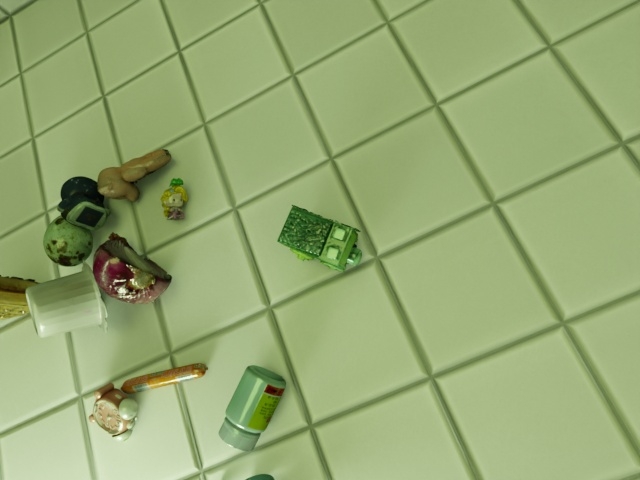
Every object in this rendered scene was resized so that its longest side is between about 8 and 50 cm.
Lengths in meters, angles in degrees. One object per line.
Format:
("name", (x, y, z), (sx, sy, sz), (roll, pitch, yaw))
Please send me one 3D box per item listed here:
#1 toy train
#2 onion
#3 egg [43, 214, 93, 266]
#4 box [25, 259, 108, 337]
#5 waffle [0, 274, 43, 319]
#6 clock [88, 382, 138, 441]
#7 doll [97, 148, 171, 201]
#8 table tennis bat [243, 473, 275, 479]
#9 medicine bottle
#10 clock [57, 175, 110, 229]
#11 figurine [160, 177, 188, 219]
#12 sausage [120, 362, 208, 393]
("toy train", (0.000, 0.000, 1.439), (0.272, 0.188, 0.159), (22, 84, 19))
("onion", (-0.705, 0.107, 1.609), (0.349, 0.267, 0.159), (31, 84, 46))
("egg", (-0.978, -0.005, 1.754), (0.169, 0.169, 0.231), (-25, 60, 9))
("box", (-0.880, 0.235, 1.566), (0.291, 0.207, 0.262), (23, 121, 48))
("waffle", (-1.255, 0.208, 1.672), (0.261, 0.376, 0.113), (-14, 73, 15))
("clock", (-0.694, 0.587, 1.545), (0.162, 0.093, 0.165), (27, 109, 18))
("doll", (-0.714, -0.247, 1.771), (0.303, 0.156, 0.201), (-25, 27, -10))
("table tennis bat", (-0.238, 0.751, 1.354), (0.237, 0.149, 0.038), (-16, 94, 33))
("medicine bottle", (-0.211, 0.512, 1.395), (0.139, 0.139, 0.225), (23, 83, 21))
("clock", (-0.918, -0.148, 1.763), (0.146, 0.200, 0.243), (-52, 49, 14))
("figurine", (-0.562, -0.155, 1.710), (0.115, 0.095, 0.156), (-1, 94, 38))
("sausage", (-0.542, 0.475, 1.553), (0.348, 0.053, 0.053), (-16, 72, 13))
